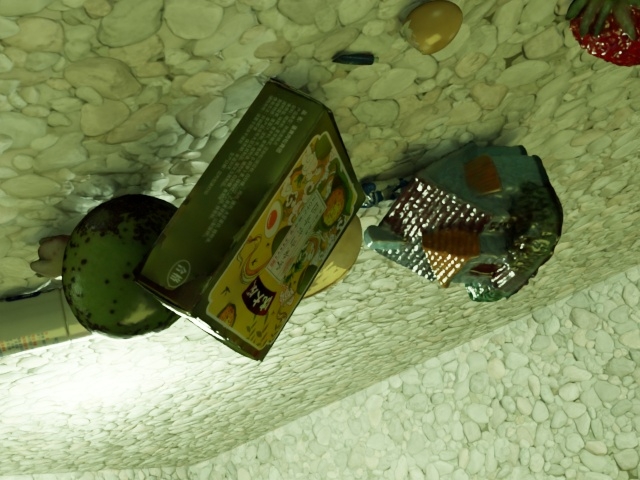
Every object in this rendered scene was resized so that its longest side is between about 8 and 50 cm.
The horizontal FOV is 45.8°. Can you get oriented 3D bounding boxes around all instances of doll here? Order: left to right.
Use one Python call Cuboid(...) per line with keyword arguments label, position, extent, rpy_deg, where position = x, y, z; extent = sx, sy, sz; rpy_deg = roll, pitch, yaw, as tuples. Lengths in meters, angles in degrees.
Cuboid(label="doll", position=(0.120, -0.102, 1.725), extent=(0.227, 0.057, 0.114), rpy_deg=(-9, 159, -31))

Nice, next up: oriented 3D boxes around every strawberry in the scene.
Cuboid(label="strawberry", position=(0.604, -0.390, 1.372), extent=(0.306, 0.137, 0.233), rpy_deg=(11, 141, -46))

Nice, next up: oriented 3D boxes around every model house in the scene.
Cuboid(label="model house", position=(0.295, -0.042, 1.718), extent=(0.339, 0.297, 0.360), rpy_deg=(3, 150, -19))

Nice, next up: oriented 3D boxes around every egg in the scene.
Cuboid(label="egg", position=(0.181, -0.345, 1.216), extent=(0.096, 0.080, 0.080), rpy_deg=(-39, 154, 5))

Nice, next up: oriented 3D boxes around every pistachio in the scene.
Cuboid(label="pistachio", position=(-0.054, 0.029, 1.659), extent=(0.318, 0.214, 0.193), rpy_deg=(-39, 165, 10))

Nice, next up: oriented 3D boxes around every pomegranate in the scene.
Cuboid(label="pomegranate", position=(-0.398, 0.042, 1.447), extent=(0.341, 0.284, 0.285), rpy_deg=(10, 163, 18))

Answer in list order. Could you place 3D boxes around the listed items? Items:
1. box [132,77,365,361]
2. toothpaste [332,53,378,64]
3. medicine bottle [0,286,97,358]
Cuboid(label="box", position=(-0.102, -0.018, 1.369), extent=(0.420, 0.138, 0.373), rpy_deg=(-57, 158, -11))
Cuboid(label="toothpaste", position=(0.061, -0.307, 1.283), extent=(0.083, 0.019, 0.027), rpy_deg=(-6, 177, -26))
Cuboid(label="medicine bottle", position=(-0.617, 0.177, 1.678), extent=(0.341, 0.130, 0.130), rpy_deg=(-11, 155, -16))
